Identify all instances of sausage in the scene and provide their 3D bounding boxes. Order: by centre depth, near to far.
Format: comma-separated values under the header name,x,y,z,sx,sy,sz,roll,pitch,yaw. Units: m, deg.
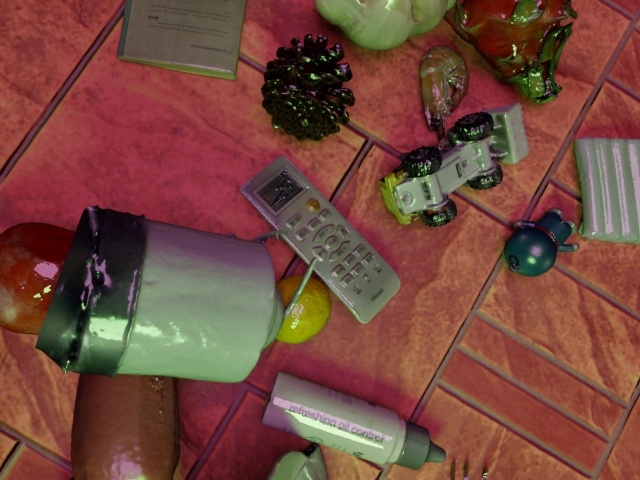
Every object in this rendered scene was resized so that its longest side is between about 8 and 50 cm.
name,x,y,z,sx,sy,sz,roll,pitch,yaw
sausage,-0.285,0.271,0.797,0.152,0.152,0.279,-7,56,-7

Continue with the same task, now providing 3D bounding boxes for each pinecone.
name,x,y,z,sx,sy,sz,roll,pitch,yaw
pinecone,-0.017,-0.267,0.912,0.163,0.163,0.165,13,65,-5

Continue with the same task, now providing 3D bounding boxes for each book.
name,x,y,z,sx,sy,sz,roll,pitch,yaw
book,-0.236,-0.441,0.967,0.215,0.025,0.282,9,83,-4

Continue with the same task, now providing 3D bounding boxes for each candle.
name,x,y,z,sx,sy,sz,roll,pitch,yaw
candle,-0.189,0.089,0.756,0.343,0.221,0.221,14,83,-26

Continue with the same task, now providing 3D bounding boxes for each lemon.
name,x,y,z,sx,sy,sz,roll,pitch,yaw
lemon,-0.041,0.113,0.888,0.133,0.109,0.109,-24,87,-33

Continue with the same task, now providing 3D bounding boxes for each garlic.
name,x,y,z,sx,sy,sz,roll,pitch,yaw
garlic,0.131,-0.423,0.919,0.281,0.203,0.184,-6,102,-10

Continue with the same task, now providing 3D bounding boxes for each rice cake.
name,x,y,z,sx,sy,sz,roll,pitch,yaw
rice cake,0.564,-0.093,1.010,0.189,0.037,0.198,4,84,-6

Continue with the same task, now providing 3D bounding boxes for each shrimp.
name,x,y,z,sx,sy,sz,roll,pitch,yaw
shrimp,0.228,-0.272,0.997,0.099,0.041,0.180,5,82,-20

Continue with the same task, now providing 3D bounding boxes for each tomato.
name,x,y,z,sx,sy,sz,roll,pitch,yaw
tomato,-0.425,0.062,0.837,0.187,0.151,0.187,0,88,-10

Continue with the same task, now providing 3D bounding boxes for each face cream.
name,x,y,z,sx,sy,sz,roll,pitch,yaw
face cream,0.061,0.308,0.893,0.311,0.092,0.092,21,83,-5

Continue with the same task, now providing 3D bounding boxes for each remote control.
name,x,y,z,sx,sy,sz,roll,pitch,yaw
remote control,0.000,0.000,0.936,0.313,0.055,0.109,47,65,3

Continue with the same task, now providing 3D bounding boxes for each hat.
name,x,y,z,sx,sy,sz,roll,pitch,yaw
hat,-0.090,0.426,0.788,0.258,0.301,0.168,-29,66,-7

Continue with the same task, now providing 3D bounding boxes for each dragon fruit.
name,x,y,z,sx,sy,sz,roll,pitch,yaw
dragon fruit,0.354,-0.369,0.933,0.198,0.200,0.269,-34,90,3

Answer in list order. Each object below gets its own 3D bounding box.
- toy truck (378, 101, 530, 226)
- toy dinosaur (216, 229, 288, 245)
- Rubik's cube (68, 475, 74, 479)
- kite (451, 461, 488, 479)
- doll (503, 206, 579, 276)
name,x,y,z,sx,sy,sz,roll,pitch,yaw
toy truck,0.232,-0.136,0.941,0.286,0.111,0.136,-32,120,-17
toy dinosaur,-0.144,0.020,0.906,0.209,0.039,0.082,-20,117,15
Rubik's cube,-0.341,0.412,0.829,0.133,0.112,0.133,1,84,-5
kite,0.258,0.498,0.934,0.127,0.016,0.229,6,87,-8
doll,0.386,0.007,0.962,0.152,0.085,0.114,-41,75,-19
